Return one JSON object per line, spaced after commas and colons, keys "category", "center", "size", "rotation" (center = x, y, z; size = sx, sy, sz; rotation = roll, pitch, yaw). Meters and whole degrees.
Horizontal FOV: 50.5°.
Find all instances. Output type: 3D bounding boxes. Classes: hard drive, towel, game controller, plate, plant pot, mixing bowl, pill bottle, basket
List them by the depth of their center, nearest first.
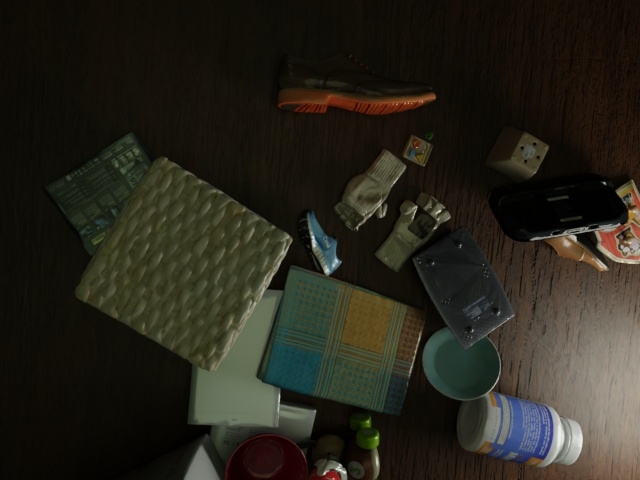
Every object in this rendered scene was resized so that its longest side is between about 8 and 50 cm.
{"category": "basket", "center": [-0.277, 0.043, 1.366], "size": [0.328, 0.266, 0.331], "rotation": [32, 87, -11]}
{"category": "mixing bowl", "center": [-0.123, 0.506, 1.519], "size": [0.181, 0.098, 0.182], "rotation": [-1, 95, -9]}
{"category": "hard drive", "center": [-0.187, 0.261, 1.540], "size": [0.202, 0.040, 0.308], "rotation": [5, 83, -10]}
{"category": "towel", "center": [0.056, 0.238, 1.569], "size": [0.370, 0.040, 0.272], "rotation": [19, 83, -20]}
{"category": "hard drive", "center": [-0.162, 0.544, 1.590], "size": [0.232, 0.047, 0.353], "rotation": [13, 92, -10]}
{"category": "plant pot", "center": [0.479, -0.207, 1.618], "size": [0.109, 0.096, 0.109], "rotation": [28, 89, -11]}
{"category": "game controller", "center": [0.571, -0.080, 1.623], "size": [0.318, 0.067, 0.167], "rotation": [-9, 58, -8]}
{"category": "hard drive", "center": [0.337, 0.112, 1.628], "size": [0.172, 0.054, 0.255], "rotation": [-32, 95, -12]}
{"category": "plate", "center": [0.337, 0.295, 1.631], "size": [0.188, 0.024, 0.188], "rotation": [-1, 61, 1]}
{"category": "pill bottle", "center": [0.482, 0.460, 1.639], "size": [0.271, 0.152, 0.153], "rotation": [16, 91, -10]}

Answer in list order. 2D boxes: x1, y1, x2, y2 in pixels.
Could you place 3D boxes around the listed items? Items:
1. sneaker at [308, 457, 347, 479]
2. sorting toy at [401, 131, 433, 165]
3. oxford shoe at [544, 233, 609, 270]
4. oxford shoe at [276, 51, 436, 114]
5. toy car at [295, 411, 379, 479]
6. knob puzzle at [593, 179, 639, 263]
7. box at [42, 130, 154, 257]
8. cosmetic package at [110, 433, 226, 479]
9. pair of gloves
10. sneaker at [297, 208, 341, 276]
{"category": "sneaker", "center": [-0.006, 0.624, 1.515], "size": [0.107, 0.118, 0.279], "rotation": [6, 112, 18]}
{"category": "sorting toy", "center": [0.237, -0.227, 1.617], "size": [0.062, 0.012, 0.083], "rotation": [23, 90, -10]}
{"category": "oxford shoe", "center": [0.631, 0.019, 1.685], "size": [0.212, 0.076, 0.076], "rotation": [34, 122, -16]}
{"category": "oxford shoe", "center": [0.085, -0.359, 1.527], "size": [0.363, 0.130, 0.133], "rotation": [1, 88, -10]}
{"category": "toy car", "center": [0.034, 0.501, 1.569], "size": [0.188, 0.149, 0.155], "rotation": [-4, 104, -9]}
{"category": "knob puzzle", "center": [0.765, -0.030, 1.695], "size": [0.213, 0.030, 0.213], "rotation": [1, 87, -20]}
{"category": "box", "center": [-0.453, -0.101, 1.485], "size": [0.232, 0.059, 0.183], "rotation": [-35, 99, -6]}
{"category": "cosmetic package", "center": [-0.359, 0.667, 1.389], "size": [0.393, 0.329, 0.328], "rotation": [-26, 91, 0]}
{"category": "pair of gloves", "center": [0.166, -0.071, 1.603], "size": [0.204, 0.042, 0.240], "rotation": [-45, 99, -4]}
{"category": "sneaker", "center": [0.000, 0.000, 1.580], "size": [0.073, 0.063, 0.162], "rotation": [-27, 103, -24]}
